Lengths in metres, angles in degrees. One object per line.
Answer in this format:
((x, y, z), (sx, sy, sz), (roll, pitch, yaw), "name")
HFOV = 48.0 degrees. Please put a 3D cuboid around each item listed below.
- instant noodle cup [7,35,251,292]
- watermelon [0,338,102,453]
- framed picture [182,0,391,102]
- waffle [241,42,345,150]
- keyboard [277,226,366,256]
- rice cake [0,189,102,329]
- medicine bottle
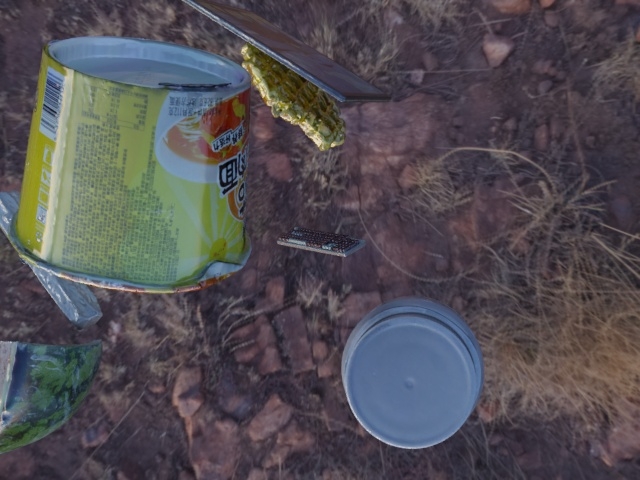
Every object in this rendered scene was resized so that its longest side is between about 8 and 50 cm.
((-0.188, -0.094, 0.758), (0.264, 0.264, 0.200), (11, 114, -1), "instant noodle cup")
((-0.437, 0.205, 1.055), (0.180, 0.305, 0.224), (54, 55, -18), "watermelon")
((-0.050, -0.338, 1.285), (0.347, 0.265, 0.016), (35, 111, 14), "framed picture")
((-0.051, -0.288, 1.401), (0.056, 0.253, 0.249), (-33, 73, 27), "waffle")
((0.000, 0.000, 1.179), (0.055, 0.165, 0.017), (-26, 114, -38), "keyboard")
((-0.427, 0.028, 1.107), (0.052, 0.057, 0.256), (-34, 83, -33), "rice cake")
((0.157, 0.220, 1.230), (0.245, 0.306, 0.245), (0, 87, 8), "medicine bottle")
